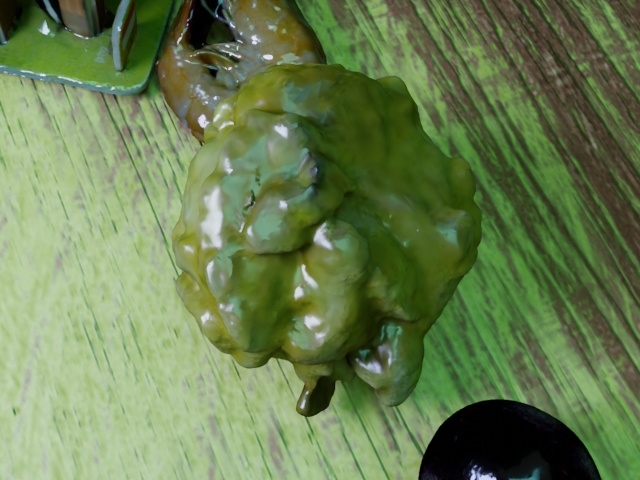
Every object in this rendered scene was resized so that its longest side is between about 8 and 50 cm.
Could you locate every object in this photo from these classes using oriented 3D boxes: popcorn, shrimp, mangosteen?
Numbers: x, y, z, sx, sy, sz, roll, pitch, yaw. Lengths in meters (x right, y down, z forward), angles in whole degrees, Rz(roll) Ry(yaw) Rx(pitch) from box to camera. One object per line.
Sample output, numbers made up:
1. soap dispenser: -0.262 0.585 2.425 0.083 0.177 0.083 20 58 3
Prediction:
1. popcorn: 0.000 0.000 0.609 0.233 0.192 0.266 -12 91 -28
2. shrimp: -0.087 -0.196 0.742 0.152 0.063 0.287 -19 69 -8
3. mangosteen: 0.144 0.177 0.571 0.151 0.137 0.137 -7 61 -48

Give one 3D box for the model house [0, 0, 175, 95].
1. model house: -0.284 -0.249 0.594 0.300 0.323 0.340 11 64 -1
